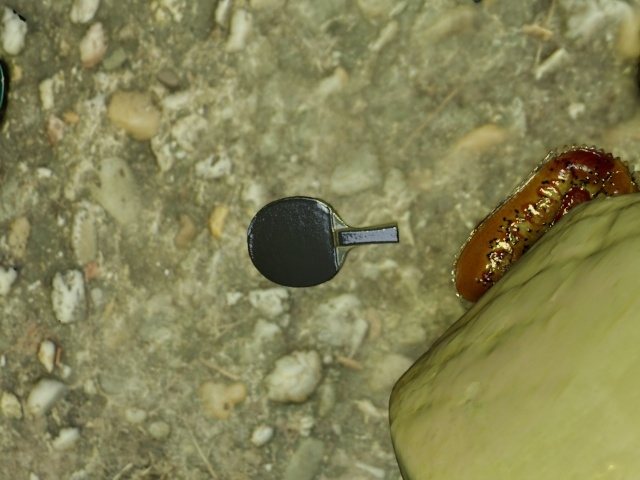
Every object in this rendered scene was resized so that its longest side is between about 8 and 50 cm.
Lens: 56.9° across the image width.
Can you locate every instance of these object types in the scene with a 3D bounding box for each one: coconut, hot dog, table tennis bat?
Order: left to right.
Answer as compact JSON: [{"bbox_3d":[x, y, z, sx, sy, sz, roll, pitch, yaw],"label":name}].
[{"bbox_3d":[0.000,0.000,0.599,0.158,0.014,0.095,-5,98,14],"label":"table tennis bat"},{"bbox_3d":[0.203,-0.001,0.538,0.108,0.059,0.191,37,103,-2],"label":"hot dog"},{"bbox_3d":[0.241,0.170,0.405,0.416,0.344,0.414,-14,125,-20],"label":"coconut"}]

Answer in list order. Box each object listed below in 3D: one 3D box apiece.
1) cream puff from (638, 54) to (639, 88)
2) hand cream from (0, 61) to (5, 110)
[{"bbox_3d":[0.336,-0.144,0.453,0.165,0.115,0.150,-37,89,14],"label":"cream puff"},{"bbox_3d":[-0.469,-0.191,0.642,0.271,0.061,0.120,17,108,16],"label":"hand cream"}]
